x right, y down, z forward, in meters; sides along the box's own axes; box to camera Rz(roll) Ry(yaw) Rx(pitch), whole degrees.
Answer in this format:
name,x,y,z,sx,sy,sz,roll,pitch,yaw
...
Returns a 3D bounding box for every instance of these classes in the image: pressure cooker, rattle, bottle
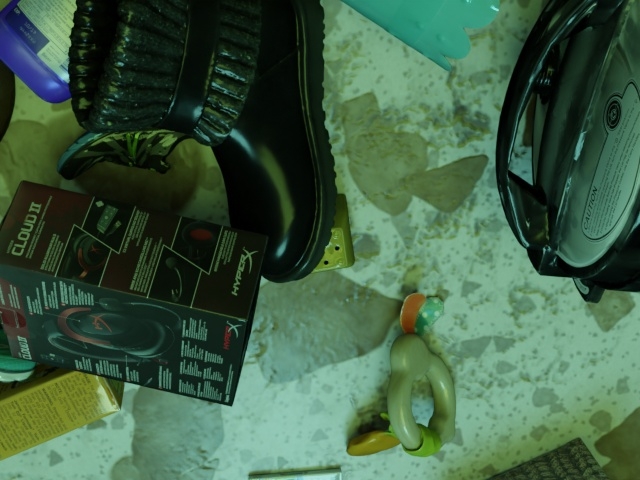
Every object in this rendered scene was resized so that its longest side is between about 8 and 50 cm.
name,x,y,z,sx,sy,sz,roll,pitch,yaw
pressure cooker,0.392,-0.116,1.023,0.421,0.375,0.369,4,82,-7
rattle,0.092,0.168,1.253,0.130,0.143,0.199,-18,95,-34
bottle,-0.216,-0.273,1.044,0.283,0.092,0.118,-42,107,8

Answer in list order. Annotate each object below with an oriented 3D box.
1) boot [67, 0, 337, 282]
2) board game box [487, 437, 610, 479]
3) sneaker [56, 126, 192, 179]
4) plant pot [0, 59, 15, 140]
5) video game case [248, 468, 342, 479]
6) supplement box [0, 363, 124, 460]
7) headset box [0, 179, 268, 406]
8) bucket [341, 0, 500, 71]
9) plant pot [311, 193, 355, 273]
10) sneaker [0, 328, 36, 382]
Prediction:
name,x,y,z,sx,sy,sz,roll,pitch,yaw
boot,-0.122,-0.111,1.022,0.260,0.131,0.347,-11,101,-44
board game box,0.307,0.453,1.308,0.232,0.141,0.291,-25,109,2
sneaker,-0.206,-0.105,1.112,0.188,0.067,0.078,-20,103,-3
plant pot,-0.446,-0.136,0.980,0.237,0.254,0.237,-2,109,-6
video game case,-0.032,0.345,1.305,0.122,0.011,0.087,-3,109,-5
supplement box,-0.356,0.205,1.191,0.234,0.078,0.080,-24,109,3
headset box,-0.218,0.060,1.070,0.293,0.110,0.218,12,146,-1
bucket,0.115,-0.327,0.973,0.183,0.281,0.281,29,103,-6
plant pot,0.000,0.000,1.160,0.081,0.083,0.081,-9,109,-3
sneaker,-0.437,0.069,1.130,0.275,0.107,0.110,37,92,-15
